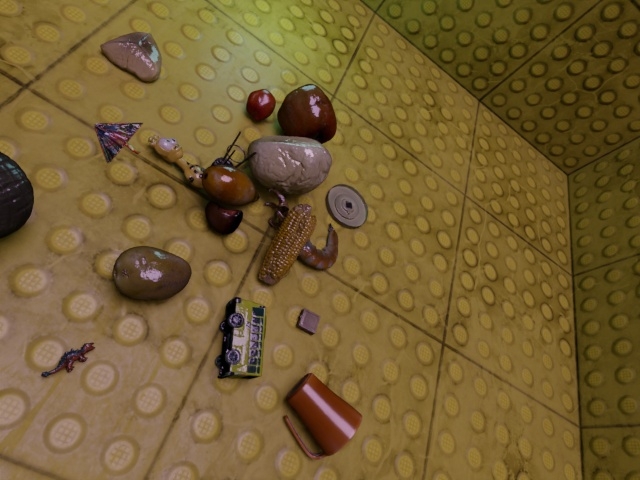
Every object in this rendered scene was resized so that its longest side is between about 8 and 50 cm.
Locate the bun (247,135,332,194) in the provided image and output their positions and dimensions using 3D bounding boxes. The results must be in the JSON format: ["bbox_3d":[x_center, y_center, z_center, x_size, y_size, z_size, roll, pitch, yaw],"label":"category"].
[{"bbox_3d":[-0.133,-0.316,1.778,0.352,0.348,0.228,-19,122,-49],"label":"bun"}]

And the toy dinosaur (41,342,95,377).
[{"bbox_3d":[-0.723,0.346,1.213,0.154,0.049,0.055,-34,90,-44],"label":"toy dinosaur"}]

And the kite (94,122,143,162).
[{"bbox_3d":[-0.756,-0.392,1.579,0.183,0.014,0.241,36,52,-14],"label":"kite"}]

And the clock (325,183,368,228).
[{"bbox_3d":[0.131,-0.167,2.020,0.234,0.029,0.235,14,61,-27],"label":"clock"}]

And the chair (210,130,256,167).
[{"bbox_3d":[-0.351,-0.324,1.679,0.095,0.221,0.104,32,53,-28],"label":"chair"}]

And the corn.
[{"bbox_3d":[-0.126,0.012,1.640,0.130,0.130,0.347,29,88,-17],"label":"corn"}]

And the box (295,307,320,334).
[{"bbox_3d":[-0.051,0.320,1.662,0.083,0.035,0.080,31,54,-15],"label":"box"}]

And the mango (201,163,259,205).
[{"bbox_3d":[-0.335,-0.206,1.619,0.192,0.146,0.316,25,5,17],"label":"mango"}]

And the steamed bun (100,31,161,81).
[{"bbox_3d":[-0.734,-0.765,1.718,0.212,0.110,0.231,48,54,-4],"label":"steamed bun"}]

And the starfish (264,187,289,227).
[{"bbox_3d":[-0.171,-0.138,1.717,0.074,0.190,0.147,-7,78,-23],"label":"starfish"}]

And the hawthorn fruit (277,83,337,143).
[{"bbox_3d":[-0.047,-0.554,1.955,0.267,0.267,0.301,-23,90,-38],"label":"hawthorn fruit"}]

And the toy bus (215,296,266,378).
[{"bbox_3d":[-0.269,0.341,1.456,0.149,0.128,0.263,15,62,-27],"label":"toy bus"}]

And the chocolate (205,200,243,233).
[{"bbox_3d":[-0.378,-0.097,1.610,0.133,0.124,0.127,30,63,14],"label":"chocolate"}]

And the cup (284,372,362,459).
[{"bbox_3d":[-0.005,0.623,1.478,0.226,0.182,0.264,-44,86,-7],"label":"cup"}]

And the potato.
[{"bbox_3d":[-0.542,0.109,1.381,0.251,0.159,0.175,7,87,-39],"label":"potato"}]

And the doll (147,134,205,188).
[{"bbox_3d":[-0.539,-0.306,1.631,0.291,0.086,0.117,43,21,-7],"label":"doll"}]

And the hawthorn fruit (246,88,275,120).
[{"bbox_3d":[-0.276,-0.620,1.923,0.132,0.132,0.138,32,63,-16],"label":"hawthorn fruit"}]

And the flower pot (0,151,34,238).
[{"bbox_3d":[-0.968,-0.131,1.137,0.301,0.302,0.213,39,29,-10],"label":"flower pot"}]

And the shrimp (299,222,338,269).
[{"bbox_3d":[0.003,0.032,1.810,0.286,0.068,0.186,-22,86,-44],"label":"shrimp"}]
